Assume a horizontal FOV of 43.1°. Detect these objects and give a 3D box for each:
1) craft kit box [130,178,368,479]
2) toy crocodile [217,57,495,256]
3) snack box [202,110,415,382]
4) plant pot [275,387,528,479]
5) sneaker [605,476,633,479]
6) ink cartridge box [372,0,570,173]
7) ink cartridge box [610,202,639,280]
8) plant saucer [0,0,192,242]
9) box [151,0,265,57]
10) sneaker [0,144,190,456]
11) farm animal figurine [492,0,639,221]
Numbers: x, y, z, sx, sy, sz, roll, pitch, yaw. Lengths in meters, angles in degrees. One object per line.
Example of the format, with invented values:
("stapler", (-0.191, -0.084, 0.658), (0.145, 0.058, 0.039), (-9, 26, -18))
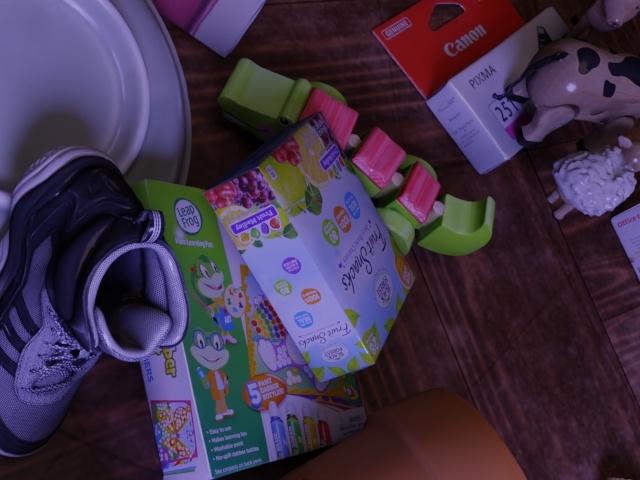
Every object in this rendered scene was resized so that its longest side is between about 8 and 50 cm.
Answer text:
("craft kit box", (-0.065, 0.079, 0.741), (0.250, 0.061, 0.247), (6, 62, -57))
("toy crocodile", (0.042, -0.086, 0.899), (0.340, 0.105, 0.115), (35, 57, -12))
("snack box", (0.000, 0.000, 0.777), (0.207, 0.070, 0.174), (60, 28, -14))
("plant pot", (0.049, 0.288, 0.662), (0.203, 0.291, 0.291), (-13, 77, -16))
("sneaker", (0.391, 0.356, 0.942), (0.185, 0.069, 0.084), (35, 66, -5))
("ink cartridge box", (0.236, -0.254, 1.104), (0.275, 0.060, 0.239), (-39, 93, -35))
("ink cartridge box", (0.467, 0.004, 1.106), (0.052, 0.088, 0.122), (-18, 79, -32))
("plant saucer", (-0.258, -0.123, 0.677), (0.400, 0.100, 0.401), (5, 82, -41))
("box", (-0.149, -0.341, 0.883), (0.232, 0.127, 0.149), (32, 58, -14))
("sneaker", (-0.187, 0.074, 0.610), (0.101, 0.153, 0.269), (3, 112, -46))
("farm animal figurine", (0.378, -0.207, 1.010), (0.326, 0.172, 0.330), (-12, 70, -28))
